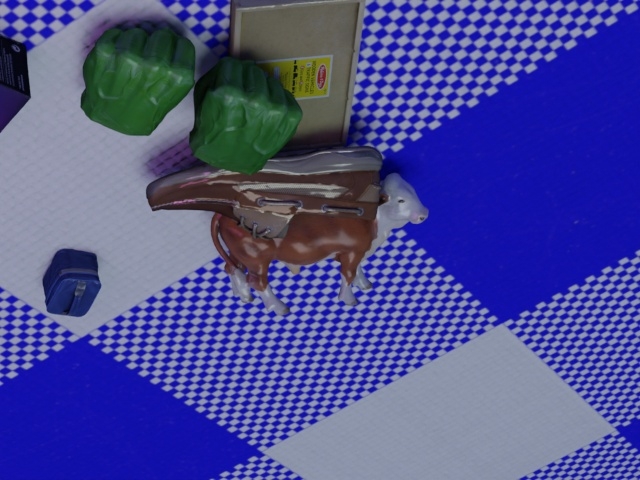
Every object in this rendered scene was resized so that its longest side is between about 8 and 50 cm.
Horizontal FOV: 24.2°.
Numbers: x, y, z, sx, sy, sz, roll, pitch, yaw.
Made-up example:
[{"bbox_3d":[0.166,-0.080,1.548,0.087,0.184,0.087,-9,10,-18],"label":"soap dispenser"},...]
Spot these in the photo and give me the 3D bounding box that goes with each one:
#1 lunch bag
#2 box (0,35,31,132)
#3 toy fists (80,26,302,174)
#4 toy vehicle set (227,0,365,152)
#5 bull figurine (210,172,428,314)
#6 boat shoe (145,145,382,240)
[{"bbox_3d":[-0.361,0.068,2.158,0.067,0.065,0.098,8,135,-26],"label":"lunch bag"},{"bbox_3d":[-0.502,-0.157,1.816,0.184,0.103,0.261,24,127,-35],"label":"box"},{"bbox_3d":[-0.159,-0.184,1.868,0.279,0.096,0.142,20,145,-15],"label":"toy fists"},{"bbox_3d":[-0.037,-0.219,1.942,0.166,0.035,0.267,-6,140,-12],"label":"toy vehicle set"},{"bbox_3d":[0.000,0.000,2.147,0.310,0.101,0.188,-5,111,-2],"label":"bull figurine"},{"bbox_3d":[-0.072,-0.057,2.020,0.324,0.116,0.123,-6,-177,-2],"label":"boat shoe"}]
